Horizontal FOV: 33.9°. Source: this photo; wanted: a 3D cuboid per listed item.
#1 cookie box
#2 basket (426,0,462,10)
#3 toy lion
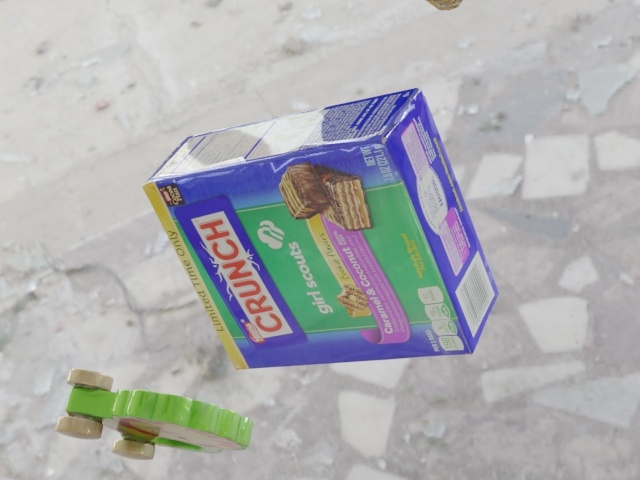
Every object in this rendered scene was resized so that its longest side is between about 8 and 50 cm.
[{"bbox_3d":[0.000,0.000,0.395,0.107,0.091,0.040,-8,29,33],"label":"cookie box"},{"bbox_3d":[-0.018,-0.315,0.718,0.214,0.299,0.223,13,87,27],"label":"basket"},{"bbox_3d":[-0.077,0.093,0.536,0.096,0.100,0.034,5,70,18],"label":"toy lion"}]
